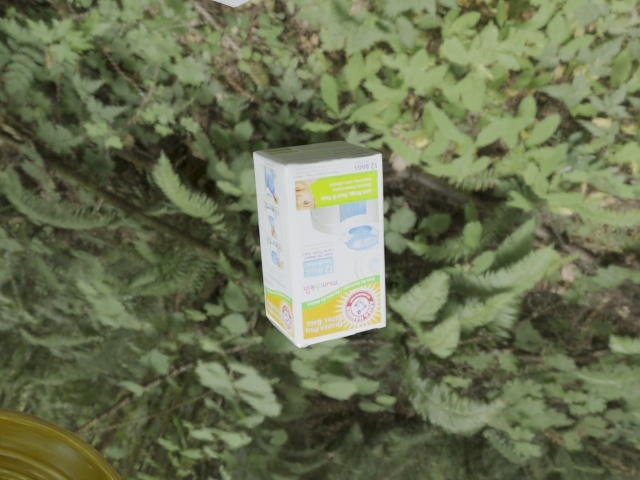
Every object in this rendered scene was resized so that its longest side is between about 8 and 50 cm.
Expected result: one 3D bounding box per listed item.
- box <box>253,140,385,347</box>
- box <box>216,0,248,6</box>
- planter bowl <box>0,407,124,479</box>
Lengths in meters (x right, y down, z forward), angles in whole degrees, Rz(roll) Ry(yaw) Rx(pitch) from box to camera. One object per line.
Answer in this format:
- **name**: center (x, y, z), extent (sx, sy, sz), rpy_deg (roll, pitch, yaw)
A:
- **box**: center (0.000, 0.000, 0.840), extent (0.114, 0.203, 0.103), rpy_deg (-9, -162, -22)
- **box**: center (-0.143, -0.371, 0.791), extent (0.322, 0.058, 0.232), rpy_deg (-84, -31, -76)
- **planter bowl**: center (-0.210, 0.213, 0.429), extent (0.217, 0.217, 0.090), rpy_deg (23, 145, -13)
